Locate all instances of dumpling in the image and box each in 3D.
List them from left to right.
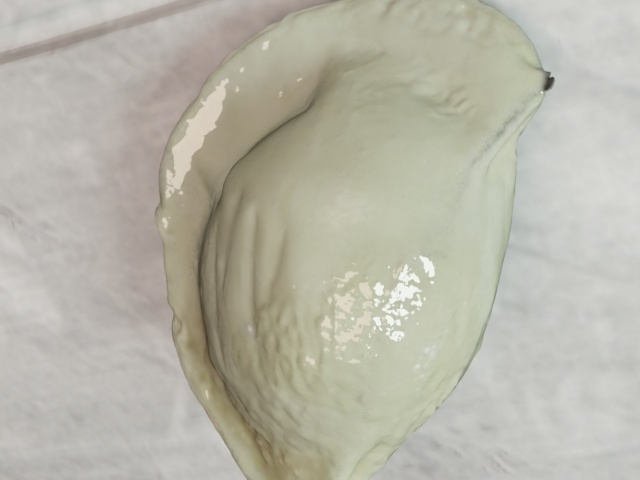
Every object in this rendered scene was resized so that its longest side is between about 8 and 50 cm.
[{"bbox_3d":[-0.002,0.004,0.665,0.166,0.126,0.215,29,128,28],"label":"dumpling"}]
